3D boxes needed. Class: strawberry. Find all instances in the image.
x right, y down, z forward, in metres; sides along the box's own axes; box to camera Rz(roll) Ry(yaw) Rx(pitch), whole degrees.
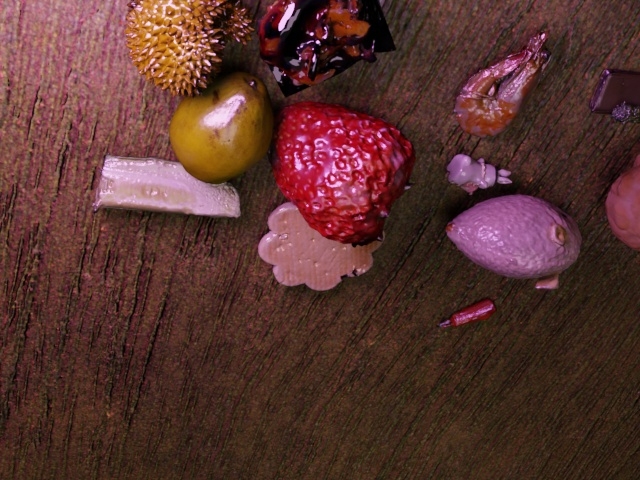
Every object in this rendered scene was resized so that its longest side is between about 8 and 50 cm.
[{"bbox_3d":[0.043,-0.155,1.773,0.310,0.291,0.291,27,116,-31],"label":"strawberry"}]

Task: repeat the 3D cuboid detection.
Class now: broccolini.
[{"bbox_3d":[0.800,-0.292,1.924,0.239,0.051,0.054,3,80,-15],"label":"broccolini"}]

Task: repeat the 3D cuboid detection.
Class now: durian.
[{"bbox_3d":[-0.258,-0.404,1.543,0.258,0.293,0.258,-3,100,-17],"label":"durian"}]

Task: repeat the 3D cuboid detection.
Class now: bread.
[{"bbox_3d":[0.000,0.000,2.015,0.316,0.054,0.316,-5,127,-7],"label":"bread"}]

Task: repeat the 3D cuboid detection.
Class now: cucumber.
[{"bbox_3d":[-0.342,-0.115,1.847,0.326,0.105,0.145,6,97,-14],"label":"cucumber"}]

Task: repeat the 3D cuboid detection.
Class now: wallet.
[{"bbox_3d":[0.742,-0.343,1.920,0.198,0.031,0.110,3,124,-13],"label":"wallet"}]

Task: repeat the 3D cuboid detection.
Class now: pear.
[{"bbox_3d":[-0.203,-0.238,1.716,0.212,0.212,0.269,18,129,-21],"label":"pear"}]

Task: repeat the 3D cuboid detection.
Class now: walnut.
[{"bbox_3d":[0.846,-0.089,1.975,0.296,0.285,0.285,-26,126,-8],"label":"walnut"}]

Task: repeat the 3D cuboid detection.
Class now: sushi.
[{"bbox_3d":[-0.007,-0.414,1.567,0.227,0.212,0.215,-18,103,19],"label":"sushi"}]

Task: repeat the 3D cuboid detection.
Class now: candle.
[{"bbox_3d":[0.405,0.209,2.240,0.162,0.048,0.053,-23,96,8],"label":"candle"}]

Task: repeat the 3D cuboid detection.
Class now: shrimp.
[{"bbox_3d":[0.416,-0.355,1.837,0.154,0.062,0.294,26,119,-19],"label":"shrimp"}]

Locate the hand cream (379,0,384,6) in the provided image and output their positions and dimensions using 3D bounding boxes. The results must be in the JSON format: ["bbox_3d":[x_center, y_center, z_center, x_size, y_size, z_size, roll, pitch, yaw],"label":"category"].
[{"bbox_3d":[0.073,-0.492,1.673,0.121,0.076,0.336,20,116,-20],"label":"hand cream"}]

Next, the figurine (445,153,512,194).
[{"bbox_3d":[0.378,-0.159,1.973,0.146,0.081,0.098,16,164,-26],"label":"figurine"}]

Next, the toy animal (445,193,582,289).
[{"bbox_3d":[0.483,-0.009,1.988,0.359,0.226,0.188,-1,125,-10],"label":"toy animal"}]
